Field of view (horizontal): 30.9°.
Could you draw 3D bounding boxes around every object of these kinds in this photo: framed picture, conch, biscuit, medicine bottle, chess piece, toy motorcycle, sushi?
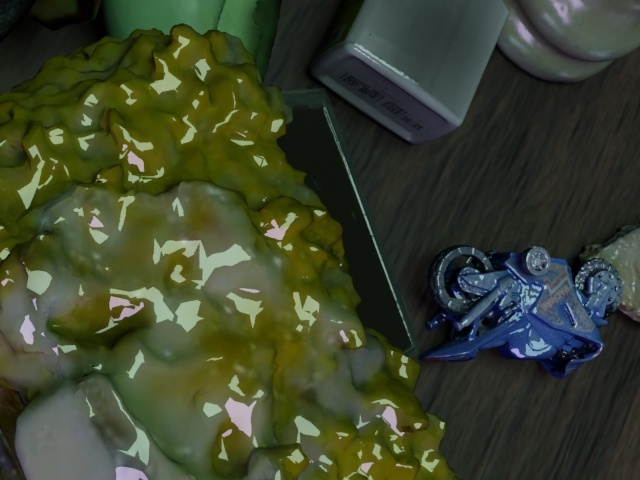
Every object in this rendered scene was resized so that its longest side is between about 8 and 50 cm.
[{"bbox_3d":[0.000,0.000,0.922,0.197,0.014,0.252,-18,87,-62],"label":"framed picture"},{"bbox_3d":[-0.094,-0.168,0.909,0.137,0.143,0.250,-14,102,11],"label":"conch"},{"bbox_3d":[0.366,0.018,1.141,0.250,0.032,0.133,-29,93,-28],"label":"biscuit"},{"bbox_3d":[0.090,-0.198,1.018,0.132,0.088,0.188,32,68,-17],"label":"medicine bottle"},{"bbox_3d":[0.294,-0.270,0.996,0.182,0.330,0.182,6,77,-26],"label":"chess piece"},{"bbox_3d":[0.183,0.064,1.025,0.205,0.076,0.114,5,85,-24],"label":"toy motorcycle"},{"bbox_3d":[-0.107,0.079,0.718,0.240,0.351,0.396,-32,95,-27],"label":"sushi"}]

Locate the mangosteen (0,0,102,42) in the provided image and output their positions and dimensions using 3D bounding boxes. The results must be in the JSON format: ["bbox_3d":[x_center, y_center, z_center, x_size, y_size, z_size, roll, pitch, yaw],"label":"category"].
[{"bbox_3d":[-0.293,-0.241,0.745,0.311,0.311,0.311,5,78,-25],"label":"mangosteen"}]
